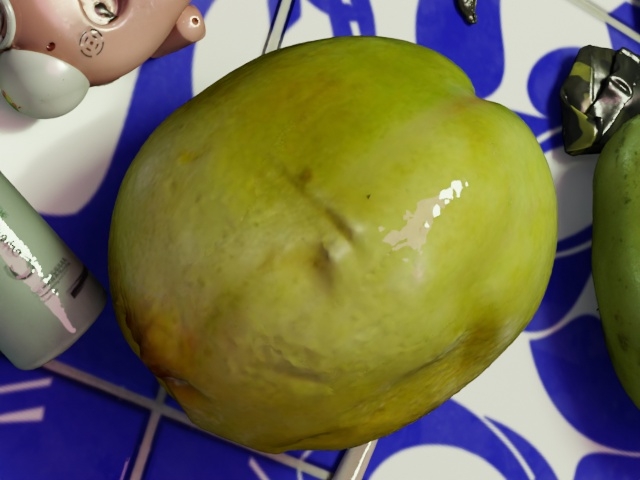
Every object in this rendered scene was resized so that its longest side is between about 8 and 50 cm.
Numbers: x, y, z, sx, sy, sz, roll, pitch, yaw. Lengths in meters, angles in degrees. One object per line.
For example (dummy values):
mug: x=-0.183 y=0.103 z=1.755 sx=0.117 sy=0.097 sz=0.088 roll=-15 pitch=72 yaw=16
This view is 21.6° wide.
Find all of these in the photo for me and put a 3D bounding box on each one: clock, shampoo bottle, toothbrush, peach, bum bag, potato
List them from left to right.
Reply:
shampoo bottle: x=-0.260 y=-0.030 z=1.151 sx=0.262 sy=0.085 sz=0.085 roll=50 pitch=61 yaw=-16
clock: x=-0.181 y=-0.183 z=1.220 sx=0.162 sy=0.092 sz=0.166 roll=-26 pitch=98 yaw=-29
peach: x=0.005 y=-0.002 z=1.198 sx=0.315 sy=0.314 sz=0.281 roll=-39 pitch=73 yaw=-8
toothbrush: x=0.052 y=0.137 z=1.365 sx=0.029 sy=0.025 sz=0.307 roll=41 pitch=64 yaw=-31
bum bag: x=0.317 y=-0.122 z=1.548 sx=0.232 sy=0.060 sz=0.107 roll=1 pitch=92 yaw=-30
potato: x=0.341 y=0.033 z=1.457 sx=0.216 sy=0.216 sz=0.304 roll=-9 pitch=98 yaw=-33

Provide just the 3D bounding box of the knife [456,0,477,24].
knife: x=0.173 y=-0.290 z=1.501 sx=0.045 sy=0.021 sz=0.222 roll=40 pitch=68 yaw=-21
